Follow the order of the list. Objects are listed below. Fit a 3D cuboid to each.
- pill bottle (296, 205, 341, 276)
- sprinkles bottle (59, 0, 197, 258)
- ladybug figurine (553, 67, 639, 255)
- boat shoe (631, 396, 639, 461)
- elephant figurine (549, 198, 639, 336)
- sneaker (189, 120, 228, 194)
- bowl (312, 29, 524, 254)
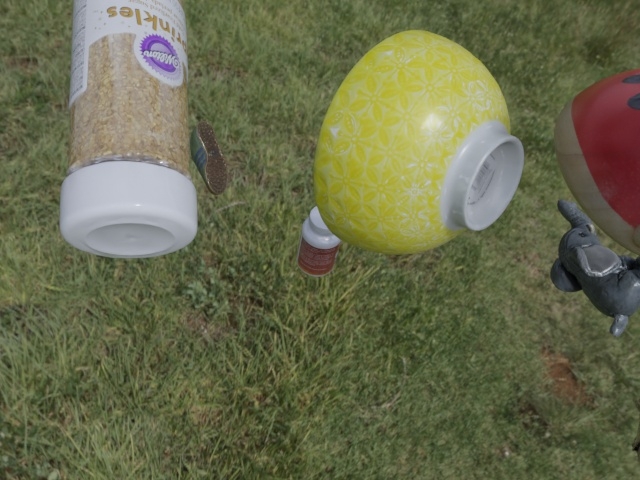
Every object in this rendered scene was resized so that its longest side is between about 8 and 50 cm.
[{"bbox_3d":[0.000,0.000,1.573,0.121,0.216,0.121,5,52,-7],"label":"pill bottle"},{"bbox_3d":[-0.196,-0.164,0.558,0.121,0.121,0.355,-1,68,-17],"label":"sprinkles bottle"},{"bbox_3d":[0.536,-0.142,0.856,0.305,0.162,0.449,27,46,1],"label":"ladybug figurine"},{"bbox_3d":[0.574,0.333,0.897,0.123,0.116,0.324,53,14,12],"label":"boat shoe"},{"bbox_3d":[0.590,0.050,1.189,0.239,0.169,0.186,32,29,11],"label":"elephant figurine"},{"bbox_3d":[-0.297,-0.208,1.416,0.064,0.086,0.192,-14,91,-35],"label":"sneaker"},{"bbox_3d":[0.149,-0.094,0.662,0.289,0.289,0.156,-28,42,-33],"label":"bowl"}]
